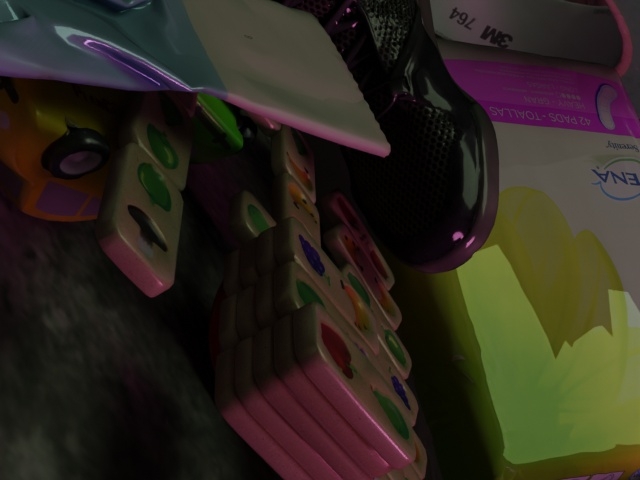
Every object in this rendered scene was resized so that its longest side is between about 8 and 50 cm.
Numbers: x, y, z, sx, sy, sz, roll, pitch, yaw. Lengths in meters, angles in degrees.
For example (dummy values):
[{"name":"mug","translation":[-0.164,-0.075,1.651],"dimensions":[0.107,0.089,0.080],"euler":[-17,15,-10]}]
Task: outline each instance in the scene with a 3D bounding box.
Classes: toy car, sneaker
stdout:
[{"name":"toy car","translation":[-0.063,-0.034,0.475],"dimensions":[0.239,0.053,0.225],"euler":[49,19,-33]},{"name":"sneaker","translation":[0.010,-0.090,0.527],"dimensions":[0.130,0.087,0.227],"euler":[16,52,-44]}]

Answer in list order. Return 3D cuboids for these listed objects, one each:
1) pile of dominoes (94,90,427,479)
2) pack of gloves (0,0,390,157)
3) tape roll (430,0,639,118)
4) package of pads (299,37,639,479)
[{"name":"pile of dominoes","translation":[0.000,0.000,0.431],"dimensions":[0.196,0.040,0.251],"euler":[51,18,-28]},{"name":"pack of gloves","translation":[-0.096,-0.112,0.396],"dimensions":[0.232,0.046,0.195],"euler":[7,49,-50]},{"name":"tape roll","translation":[0.126,-0.206,0.744],"dimensions":[0.321,0.077,0.321],"euler":[30,-9,5]},{"name":"package of pads","translation":[0.126,0.017,0.648],"dimensions":[0.229,0.101,0.296],"euler":[3,59,-31]}]
